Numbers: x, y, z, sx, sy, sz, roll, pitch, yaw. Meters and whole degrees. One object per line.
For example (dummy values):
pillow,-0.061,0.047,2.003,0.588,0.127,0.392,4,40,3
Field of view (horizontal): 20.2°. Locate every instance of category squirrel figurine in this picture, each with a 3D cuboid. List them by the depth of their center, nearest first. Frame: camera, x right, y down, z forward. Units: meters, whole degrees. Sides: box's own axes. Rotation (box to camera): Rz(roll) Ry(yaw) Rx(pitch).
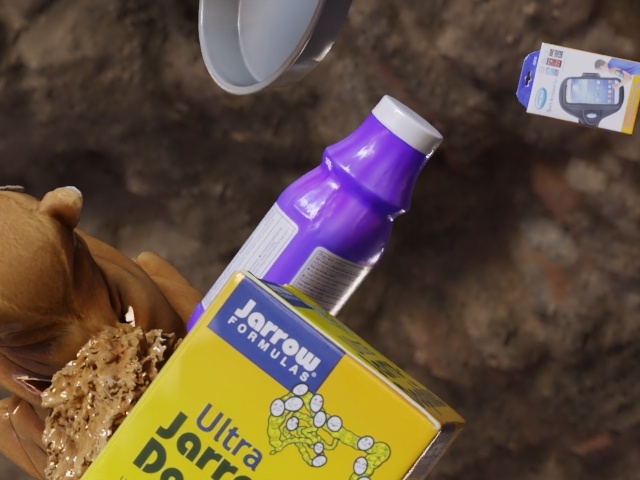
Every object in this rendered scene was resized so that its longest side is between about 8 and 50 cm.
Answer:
squirrel figurine,-0.224,0.109,1.790,0.397,0.281,0.370,42,-14,34

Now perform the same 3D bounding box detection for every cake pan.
cake pan,-0.047,-0.310,2.134,0.054,0.293,0.293,12,-12,-33

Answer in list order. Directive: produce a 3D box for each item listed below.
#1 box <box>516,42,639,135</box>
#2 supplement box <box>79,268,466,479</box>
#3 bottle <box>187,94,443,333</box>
box,0.289,-0.170,2.000,0.136,0.081,0.028,12,1,7
supplement box,-0.075,0.223,1.383,0.195,0.356,0.194,37,3,11
bottle,0.000,0.000,1.614,0.092,0.283,0.118,43,13,30
